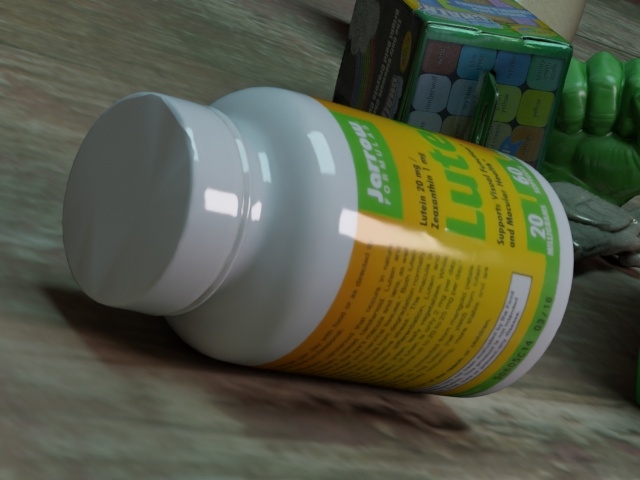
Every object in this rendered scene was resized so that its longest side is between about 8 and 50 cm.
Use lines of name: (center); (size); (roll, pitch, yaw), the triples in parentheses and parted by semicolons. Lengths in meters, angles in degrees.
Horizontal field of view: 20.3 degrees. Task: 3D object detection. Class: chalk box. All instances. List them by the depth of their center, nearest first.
chalk box: (0.110, -0.120, 1.424); (0.132, 0.132, 0.213); (7, 22, -20)

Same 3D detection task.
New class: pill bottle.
pill bottle: (0.000, 0.000, 0.897); (0.246, 0.136, 0.136); (12, 21, -42)

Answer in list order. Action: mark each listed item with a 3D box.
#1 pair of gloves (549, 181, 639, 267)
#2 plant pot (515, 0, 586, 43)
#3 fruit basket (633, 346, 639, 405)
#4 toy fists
pair of gloves: (0.271, 0.022, 1.445); (0.240, 0.042, 0.204); (26, 20, 14)
plant pot: (0.157, -0.240, 1.789); (0.256, 0.256, 0.274); (23, 33, -13)
fruit basket: (0.379, 0.038, 1.250); (0.283, 0.392, 0.392); (-4, 6, 19)
toy fists: (0.319, -0.069, 1.621); (0.279, 0.142, 0.096); (28, 16, 5)
